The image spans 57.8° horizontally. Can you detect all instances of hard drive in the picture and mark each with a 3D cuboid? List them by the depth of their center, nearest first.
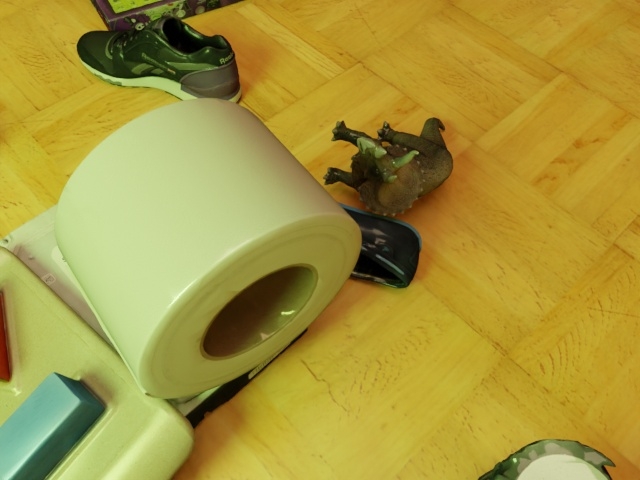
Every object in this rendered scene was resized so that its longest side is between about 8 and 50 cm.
[{"bbox_3d":[-0.212,0.059,0.712,0.237,0.064,0.339,-38,65,-24],"label":"hard drive"}]

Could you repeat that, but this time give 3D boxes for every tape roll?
[{"bbox_3d":[-0.103,0.011,0.565,0.246,0.246,0.169,-32,64,-21],"label":"tape roll"}]

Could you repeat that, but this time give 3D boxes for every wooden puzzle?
[{"bbox_3d":[-0.350,0.202,0.562,0.348,0.080,0.322,36,75,18],"label":"wooden puzzle"}]

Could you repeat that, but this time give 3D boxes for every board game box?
[{"bbox_3d":[-0.260,-0.500,1.086,0.347,0.056,0.208,-25,65,-18],"label":"board game box"}]

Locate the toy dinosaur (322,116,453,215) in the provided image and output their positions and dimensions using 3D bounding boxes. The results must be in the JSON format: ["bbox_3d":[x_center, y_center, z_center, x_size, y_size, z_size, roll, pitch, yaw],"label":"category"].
[{"bbox_3d":[0.110,-0.102,0.801,0.160,0.121,0.313,32,27,28],"label":"toy dinosaur"}]

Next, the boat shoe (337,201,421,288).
[{"bbox_3d":[0.000,0.000,0.734,0.258,0.109,0.089,8,57,5],"label":"boat shoe"}]

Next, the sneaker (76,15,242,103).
[{"bbox_3d":[-0.257,-0.308,0.912,0.283,0.124,0.107,17,57,9],"label":"sneaker"}]

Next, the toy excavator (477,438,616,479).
[{"bbox_3d":[0.066,0.354,0.461,0.433,0.222,0.445,39,72,22],"label":"toy excavator"}]
